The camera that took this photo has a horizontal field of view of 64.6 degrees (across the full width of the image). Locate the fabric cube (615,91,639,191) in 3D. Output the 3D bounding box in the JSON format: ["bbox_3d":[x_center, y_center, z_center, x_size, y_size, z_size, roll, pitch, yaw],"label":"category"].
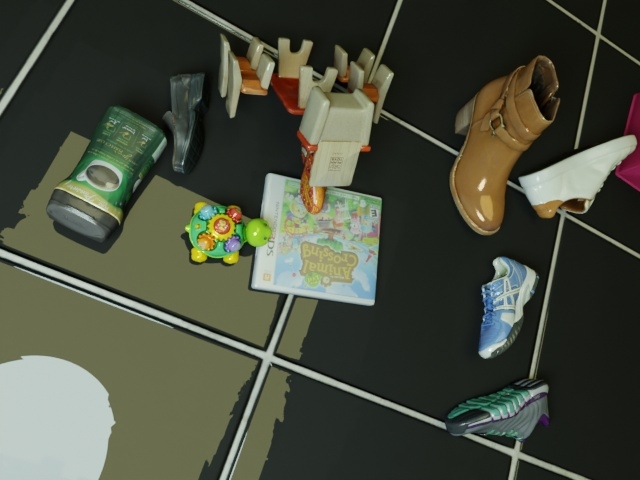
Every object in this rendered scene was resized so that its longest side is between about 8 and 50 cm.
[{"bbox_3d":[0.871,-0.221,1.112,0.259,0.258,0.254,28,69,-13],"label":"fabric cube"}]

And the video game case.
[{"bbox_3d":[0.000,0.000,0.850,0.212,0.023,0.193,11,75,-19],"label":"video game case"}]

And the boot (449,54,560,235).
[{"bbox_3d":[0.342,-0.165,0.911,0.109,0.220,0.284,9,75,-20],"label":"boot"}]

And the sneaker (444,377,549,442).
[{"bbox_3d":[0.320,0.318,0.878,0.223,0.083,0.098,-12,88,-24],"label":"sneaker"}]

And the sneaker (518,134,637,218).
[{"bbox_3d":[0.548,-0.129,1.059,0.290,0.106,0.123,-24,94,-15],"label":"sneaker"}]

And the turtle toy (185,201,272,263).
[{"bbox_3d":[-0.141,-0.015,0.775,0.130,0.066,0.095,4,77,-20],"label":"turtle toy"}]

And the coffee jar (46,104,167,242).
[{"bbox_3d":[-0.303,-0.093,0.722,0.096,0.079,0.184,30,69,-16],"label":"coffee jar"}]

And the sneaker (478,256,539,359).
[{"bbox_3d":[0.326,0.121,0.930,0.081,0.080,0.211,35,59,-4],"label":"sneaker"}]

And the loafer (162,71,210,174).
[{"bbox_3d":[-0.216,-0.184,0.794,0.061,0.062,0.170,5,72,2],"label":"loafer"}]

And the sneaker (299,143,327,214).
[{"bbox_3d":[0.003,-0.116,0.833,0.067,0.064,0.175,13,55,-14],"label":"sneaker"}]

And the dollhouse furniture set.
[{"bbox_3d":[-0.017,-0.214,0.809,0.262,0.135,0.259,-3,41,-22],"label":"dollhouse furniture set"}]
